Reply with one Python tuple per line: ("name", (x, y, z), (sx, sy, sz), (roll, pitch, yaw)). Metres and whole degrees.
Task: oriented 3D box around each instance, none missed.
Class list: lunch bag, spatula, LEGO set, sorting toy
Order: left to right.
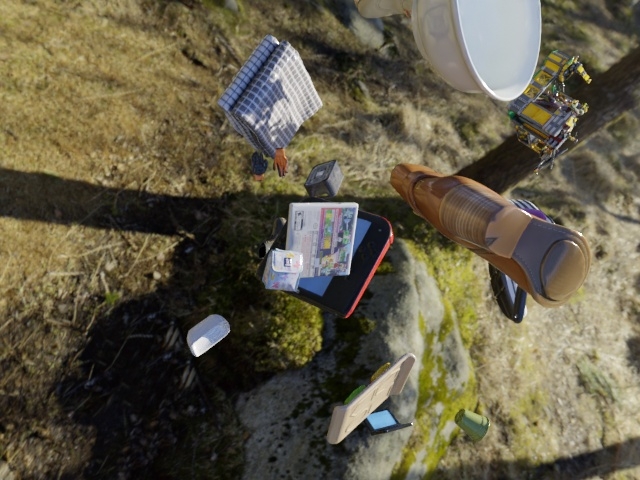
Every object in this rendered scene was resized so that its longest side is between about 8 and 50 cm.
("lunch bag", (-0.078, 0.061, 1.084), (0.071, 0.083, 0.053), (9, 18, -23))
("sorting toy", (0.102, 0.332, 1.095), (0.208, 0.193, 0.038), (-28, 58, -27))
("spatula", (0.520, 0.067, 1.316), (0.030, 0.084, 0.296), (-3, 99, -44))
("LEGO set", (0.695, -0.358, 1.487), (0.192, 0.255, 0.331), (45, -1, 30))

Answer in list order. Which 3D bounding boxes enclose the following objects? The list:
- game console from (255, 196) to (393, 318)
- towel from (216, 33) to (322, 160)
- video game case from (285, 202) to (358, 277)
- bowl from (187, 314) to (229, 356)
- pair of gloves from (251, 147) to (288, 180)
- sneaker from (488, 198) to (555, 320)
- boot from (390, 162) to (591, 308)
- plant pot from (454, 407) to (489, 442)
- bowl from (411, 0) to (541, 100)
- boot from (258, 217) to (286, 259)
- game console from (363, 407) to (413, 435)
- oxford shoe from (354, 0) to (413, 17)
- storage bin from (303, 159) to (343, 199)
("game console", (0.010, 0.036, 1.648), (0.342, 0.386, 0.060), (-57, 143, -18))
("towel", (-0.122, -0.363, 1.370), (0.121, 0.235, 0.284), (29, -6, 22))
("video game case", (0.000, 0.000, 1.336), (0.183, 0.201, 0.023), (-2, 21, -22))
("bowl", (-0.361, 0.294, 1.635), (0.142, 0.142, 0.053), (-36, 69, -20))
("pair of gloves", (-0.113, -0.170, 1.152), (0.083, 0.074, 0.010), (-7, 32, -4))
("sneaker", (0.727, 0.049, 1.818), (0.257, 0.169, 0.447), (-8, 72, 4))
("boot", (0.239, -0.014, 0.747), (0.283, 0.109, 0.220), (21, 12, -33))
("plant pot", (0.445, 0.543, 1.538), (0.079, 0.083, 0.083), (33, 43, -3))
("bowl", (0.248, -0.379, 0.873), (0.298, 0.134, 0.298), (-3, 94, -45))
("boot", (-0.188, -0.006, 2.042), (0.137, 0.077, 0.198), (21, 63, -56))
("game console", (0.208, 0.565, 1.622), (0.122, 0.107, 0.071), (-2, 67, -32))
("oxford shoe", (0.256, -0.610, 1.308), (0.140, 0.397, 0.147), (-5, 96, -49))
("storage bin", (0.016, -0.258, 2.218), (0.084, 0.122, 0.180), (62, 31, -29))
